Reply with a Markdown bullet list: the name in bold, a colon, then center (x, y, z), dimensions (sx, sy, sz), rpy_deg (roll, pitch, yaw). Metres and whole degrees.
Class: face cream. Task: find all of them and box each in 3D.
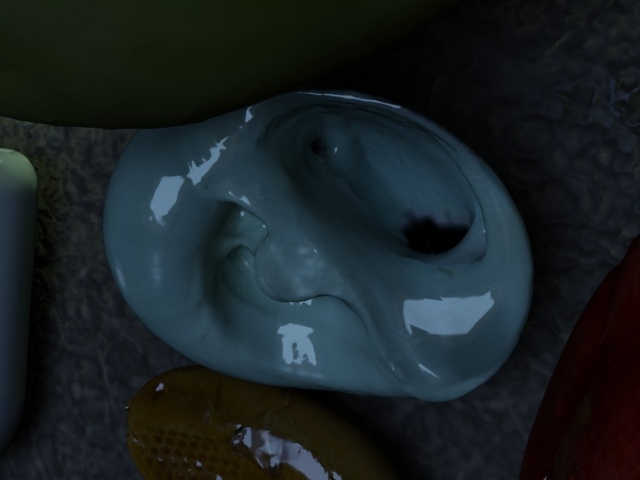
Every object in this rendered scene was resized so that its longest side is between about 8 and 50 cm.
- **face cream**: center (-0.259, 0.079, 0.789), dimensions (0.144, 0.071, 0.291), rpy_deg (10, 98, 29)

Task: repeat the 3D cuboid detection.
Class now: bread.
- **bread**: center (-0.024, 0.133, 0.656), dimensions (0.189, 0.077, 0.114), rpy_deg (30, 127, 24)

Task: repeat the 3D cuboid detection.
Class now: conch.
- **conch**: center (0.000, -0.004, 0.595), dimensions (0.221, 0.121, 0.185), rpy_deg (17, 137, 6)

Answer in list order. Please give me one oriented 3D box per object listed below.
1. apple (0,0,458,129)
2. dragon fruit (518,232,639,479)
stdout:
- **apple**: center (-0.076, -0.287, 0.463), dimensions (0.474, 0.474, 0.473), rpy_deg (2, 94, 30)
- **dragon fruit**: center (0.211, 0.102, 0.405), dimensions (0.296, 0.296, 0.301), rpy_deg (29, 135, 26)
